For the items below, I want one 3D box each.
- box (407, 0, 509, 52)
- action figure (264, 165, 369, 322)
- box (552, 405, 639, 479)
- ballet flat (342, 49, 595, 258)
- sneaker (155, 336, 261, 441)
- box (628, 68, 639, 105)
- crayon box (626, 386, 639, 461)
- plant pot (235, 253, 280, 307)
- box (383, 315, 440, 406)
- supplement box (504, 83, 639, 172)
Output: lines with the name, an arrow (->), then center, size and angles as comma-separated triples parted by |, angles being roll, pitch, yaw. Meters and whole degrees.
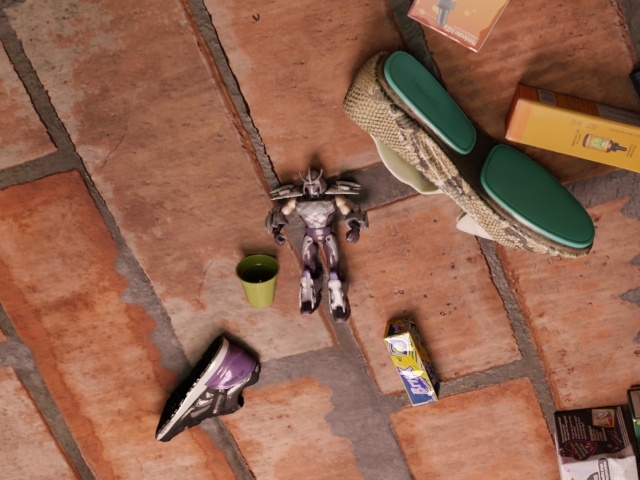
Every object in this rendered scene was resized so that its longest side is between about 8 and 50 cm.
box -> 0.231, -0.403, 1.531 | 0.130, 0.091, 0.170 | 26, 118, -5
action figure -> 0.000, 0.000, 1.783 | 0.185, 0.099, 0.285 | 1, 114, 18
box -> 0.537, 0.471, 1.909 | 0.142, 0.163, 0.247 | -10, 116, 12
ballet flat -> 0.236, -0.118, 1.667 | 0.483, 0.164, 0.182 | 39, 138, -6
sneaker -> -0.225, 0.329, 1.992 | 0.124, 0.107, 0.283 | 32, 118, -15
box -> 0.579, -0.220, 1.493 | 0.183, 0.233, 0.059 | -20, 119, 19
crayon box -> 0.789, 0.403, 1.865 | 0.362, 0.106, 0.313 | -11, 116, 15
plant pot -> -0.114, 0.082, 1.860 | 0.083, 0.083, 0.079 | 3, 131, 8
box -> 0.177, 0.233, 1.898 | 0.054, 0.059, 0.169 | -17, 114, 19
supplement box -> 0.426, -0.185, 1.626 | 0.233, 0.080, 0.078 | 15, 120, 2
